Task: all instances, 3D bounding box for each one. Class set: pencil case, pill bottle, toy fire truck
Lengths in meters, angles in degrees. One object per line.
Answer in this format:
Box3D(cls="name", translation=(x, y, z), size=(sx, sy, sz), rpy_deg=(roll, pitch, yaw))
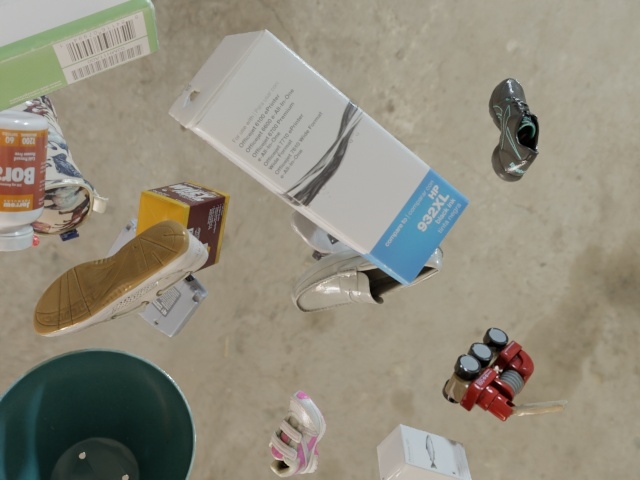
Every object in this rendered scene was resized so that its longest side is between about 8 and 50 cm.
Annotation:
Box3D(cls="pencil case", translation=(-0.625, -0.182, 1.516), size=(0.184, 0.159, 0.410), rpy_deg=(5, 37, -42))
Box3D(cls="pill bottle", translation=(-0.510, -0.098, 1.104), size=(0.121, 0.121, 0.216), rpy_deg=(7, 106, -9))
Box3D(cls="toy fire truck", translation=(0.447, 0.334, 1.586), size=(0.246, 0.158, 0.217), rpy_deg=(36, 41, 24))

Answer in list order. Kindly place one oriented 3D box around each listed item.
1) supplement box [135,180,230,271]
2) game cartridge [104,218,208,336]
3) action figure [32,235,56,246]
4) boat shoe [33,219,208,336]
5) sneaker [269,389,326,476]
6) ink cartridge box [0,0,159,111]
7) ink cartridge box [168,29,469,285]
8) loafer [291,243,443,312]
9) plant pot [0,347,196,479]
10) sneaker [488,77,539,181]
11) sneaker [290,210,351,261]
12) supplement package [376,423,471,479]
Box3D(cls="supplement box", translation=(-0.343, -0.029, 1.687), size=(0.129, 0.194, 0.191), rpy_deg=(19, 109, 21))
Box3D(cls="game cartridge", translation=(-0.457, 0.109, 1.854), size=(0.297, 0.198, 0.062), rpy_deg=(45, 31, 10))
Box3D(cls="action figure", translation=(-0.765, -0.087, 1.723), size=(0.092, 0.139, 0.280), rpy_deg=(-28, 70, -15))
Box3D(cls="boat shoe", translation=(-0.286, 0.073, 0.986), size=(0.277, 0.096, 0.098), rpy_deg=(-26, 57, 13))
Box3D(cls="sneaker", translation=(-0.062, 0.478, 1.639), size=(0.111, 0.103, 0.252), rpy_deg=(-17, 122, -37))
Box3D(cls="ink cartridge box", translation=(-0.239, -0.204, 0.461), size=(0.171, 0.056, 0.235), rpy_deg=(-27, 76, -16))
Box3D(cls="ink cartridge box", translation=(-0.010, -0.103, 0.818), size=(0.307, 0.223, 0.129), rpy_deg=(36, 91, -23))
Box3D(cls="loafer", translation=(0.083, 0.073, 1.310), size=(0.320, 0.112, 0.111), rpy_deg=(-26, 41, 21))
Box3D(cls="plant pot", translation=(-0.341, 0.336, 1.027), size=(0.291, 0.195, 0.290), rpy_deg=(7, 54, -10))
Box3D(cls="sneaker", translation=(0.441, -0.259, 1.508), size=(0.101, 0.106, 0.267), rpy_deg=(12, 62, -16))
Box3D(cls="sneaker", translation=(0.000, 0.000, 1.924), size=(0.269, 0.153, 0.101), rpy_deg=(30, 70, -28))
Box3D(cls="supplement package", translation=(0.231, 0.504, 1.532), size=(0.179, 0.105, 0.105), rpy_deg=(21, 36, -20))
